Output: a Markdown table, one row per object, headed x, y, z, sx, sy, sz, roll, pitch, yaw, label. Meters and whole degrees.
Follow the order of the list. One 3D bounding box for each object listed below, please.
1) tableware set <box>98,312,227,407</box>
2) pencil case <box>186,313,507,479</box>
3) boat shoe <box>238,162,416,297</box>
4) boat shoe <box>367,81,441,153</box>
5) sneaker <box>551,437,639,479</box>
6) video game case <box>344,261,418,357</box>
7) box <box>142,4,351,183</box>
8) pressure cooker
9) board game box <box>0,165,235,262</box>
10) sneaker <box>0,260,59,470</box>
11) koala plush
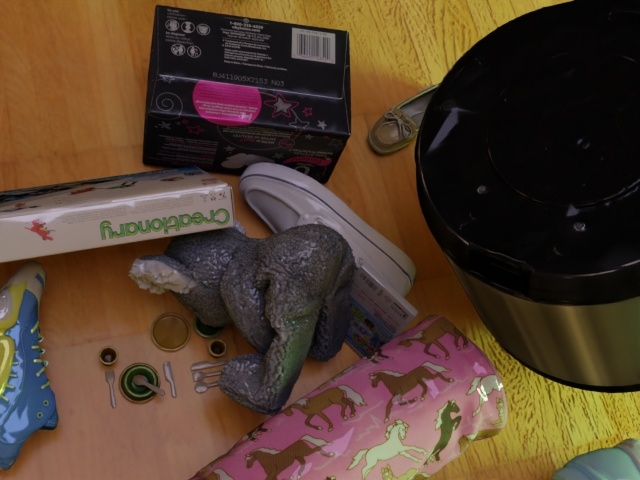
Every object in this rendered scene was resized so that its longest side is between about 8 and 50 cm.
| x | y | z | sx | sy | sz | roll | pitch | yaw | label |
| --- | --- | --- | --- | --- | --- | --- | --- | --- | --- |
| -0.183 | 0.134 | 1.127 | 0.154 | 0.024 | 0.104 | -9 | 70 | -16 | tableware set |
| 0.033 | 0.239 | 1.059 | 0.386 | 0.167 | 0.160 | -32 | 67 | -22 | pencil case |
| 0.000 | 0.000 | 1.181 | 0.258 | 0.095 | 0.084 | 32 | 50 | 2 | boat shoe |
| 0.129 | -0.174 | 1.314 | 0.153 | 0.048 | 0.056 | -32 | 78 | -23 | boat shoe |
| 0.362 | 0.420 | 1.092 | 0.150 | 0.135 | 0.366 | -10 | 62 | -9 | sneaker |
| 0.057 | 0.090 | 1.149 | 0.087 | 0.122 | 0.011 | 43 | 47 | 7 | video game case |
| -0.097 | -0.182 | 1.214 | 0.247 | 0.142 | 0.163 | 5 | 66 | -12 | box |
| 0.325 | -0.026 | 1.112 | 0.375 | 0.420 | 0.370 | 12 | 68 | 29 | pressure cooker |
| -0.267 | -0.032 | 1.086 | 0.305 | 0.193 | 0.053 | -9 | 103 | -16 | board game box |
| -0.339 | 0.146 | 1.065 | 0.126 | 0.091 | 0.240 | 32 | 63 | -20 | sneaker |
| -0.090 | 0.045 | 1.098 | 0.221 | 0.203 | 0.196 | 23 | 32 | 21 | koala plush |
